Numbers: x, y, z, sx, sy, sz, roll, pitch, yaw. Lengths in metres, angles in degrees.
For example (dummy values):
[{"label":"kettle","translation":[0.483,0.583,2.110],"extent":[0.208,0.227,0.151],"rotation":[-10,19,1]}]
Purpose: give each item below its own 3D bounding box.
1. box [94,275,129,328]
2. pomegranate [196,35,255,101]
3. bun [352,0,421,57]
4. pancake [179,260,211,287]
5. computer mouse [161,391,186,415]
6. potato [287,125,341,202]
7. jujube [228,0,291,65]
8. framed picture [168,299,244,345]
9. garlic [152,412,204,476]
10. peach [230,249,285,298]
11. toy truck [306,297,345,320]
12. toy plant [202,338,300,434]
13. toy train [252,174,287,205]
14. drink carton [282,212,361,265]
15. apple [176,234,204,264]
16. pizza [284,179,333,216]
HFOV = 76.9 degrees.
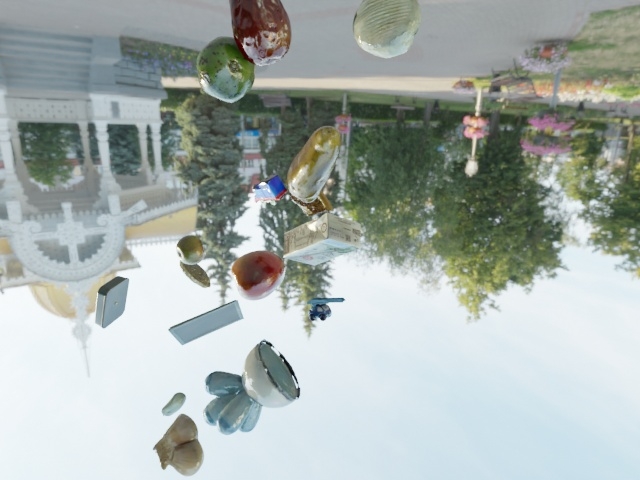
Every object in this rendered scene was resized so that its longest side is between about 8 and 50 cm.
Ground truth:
[{"label":"box","translation":[-0.539,0.157,1.040],"extent":[0.031,0.126,0.091],"rotation":[22,-154,4]},{"label":"pomegranate","translation":[-0.389,-0.700,1.660],"extent":[0.253,0.255,0.270],"rotation":[-4,-166,-20]},{"label":"bun","translation":[0.227,-0.733,1.362],"extent":[0.238,0.240,0.141],"rotation":[9,175,23]},{"label":"pancake","translation":[-0.463,0.120,1.495],"extent":[0.151,0.025,0.151],"rotation":[46,-177,-3]},{"label":"computer mouse","translation":[-0.553,0.625,1.519],"extent":[0.110,0.056,0.032],"rotation":[-47,-146,-7]},{"label":"potato","translation":[-0.025,-0.288,1.504],"extent":[0.195,0.177,0.369],"rotation":[-24,163,-31]},{"label":"jujube","translation":[-0.228,-0.824,1.494],"extent":[0.222,0.319,0.223],"rotation":[-13,-168,3]},{"label":"framed picture","translation":[-0.439,0.321,1.581],"extent":[0.274,0.217,0.017],"rotation":[-21,-116,-17]},{"label":"garlic","translation":[-0.407,0.609,1.192],"extent":[0.124,0.099,0.174],"rotation":[-39,-117,-5]},{"label":"peach","translation":[-0.303,0.172,2.039],"extent":[0.274,0.249,0.245],"rotation":[-28,-161,-16]},{"label":"toy truck","translation":[0.022,0.236,1.388],"extent":[0.136,0.074,0.063],"rotation":[-5,-176,23]},{"label":"toy plant","translation":[-0.260,0.521,1.365],"extent":[0.332,0.247,0.247],"rotation":[-37,-163,5]},{"label":"toy train","translation":[-0.252,-0.239,1.927],"extent":[0.203,0.131,0.083],"rotation":[3,-138,50]},{"label":"drink carton","translation":[-0.001,0.000,1.782],"extent":[0.194,0.132,0.324],"rotation":[15,156,-36]},{"label":"apple","translation":[-0.383,0.029,1.194],"extent":[0.074,0.090,0.089],"rotation":[-25,-150,-35]},{"label":"pizza","translation":[-0.059,-0.197,1.842],"extent":[0.271,0.134,0.056],"rotation":[44,-163,11]}]
